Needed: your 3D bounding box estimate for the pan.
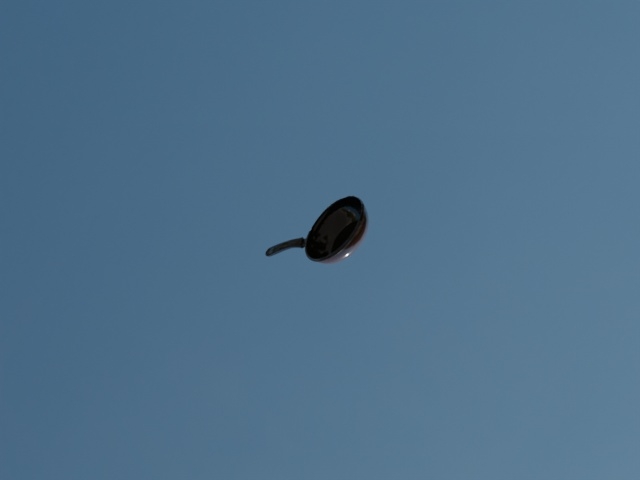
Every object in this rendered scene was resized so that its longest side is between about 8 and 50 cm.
[{"bbox_3d":[0.000,0.000,1.439,0.023,0.115,0.068,41,-132,-31],"label":"pan"}]
